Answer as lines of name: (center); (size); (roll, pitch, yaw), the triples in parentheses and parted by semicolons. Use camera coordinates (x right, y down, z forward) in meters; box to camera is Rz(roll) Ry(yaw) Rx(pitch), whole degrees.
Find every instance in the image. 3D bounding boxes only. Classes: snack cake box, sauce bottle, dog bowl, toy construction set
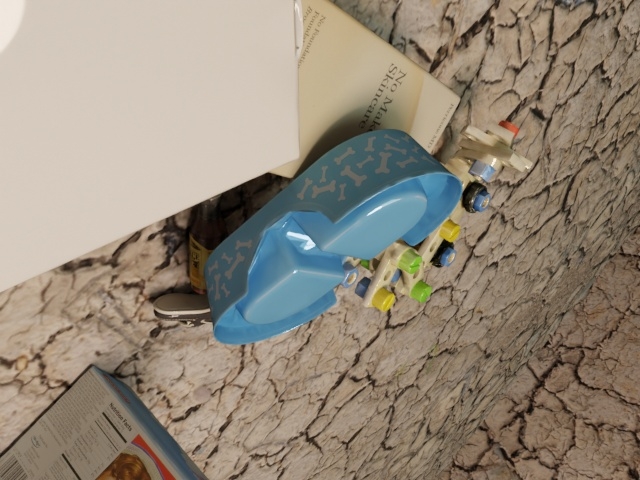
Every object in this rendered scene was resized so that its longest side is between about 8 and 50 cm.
snack cake box: (-0.197, 0.273, 0.651); (0.152, 0.264, 0.089); (-46, 148, -12)
sauce bottle: (-0.123, 0.000, 0.700); (0.042, 0.042, 0.128); (-25, 136, -38)
dog bowl: (0.000, 0.000, 0.655); (0.297, 0.074, 0.166); (-39, 155, 22)
toy construction set: (0.158, -0.042, 0.937); (0.327, 0.151, 0.215); (-47, 149, 10)

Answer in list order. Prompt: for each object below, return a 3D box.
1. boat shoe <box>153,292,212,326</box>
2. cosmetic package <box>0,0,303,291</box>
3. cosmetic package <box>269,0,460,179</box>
boat shoe: (-0.145, 0.082, 0.747); (0.125, 0.046, 0.038); (-7, 121, -59)
cosmetic package: (-0.205, -0.091, 0.345); (0.385, 0.156, 0.217); (-28, 145, -25)
cosmetic package: (0.005, -0.143, 0.660); (0.310, 0.113, 0.160); (9, 114, -54)
